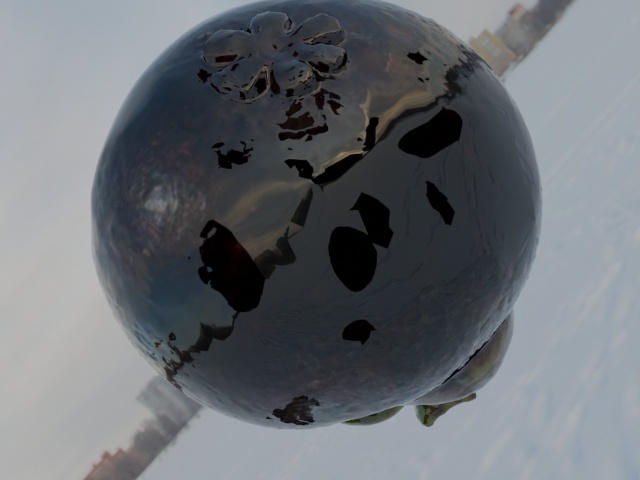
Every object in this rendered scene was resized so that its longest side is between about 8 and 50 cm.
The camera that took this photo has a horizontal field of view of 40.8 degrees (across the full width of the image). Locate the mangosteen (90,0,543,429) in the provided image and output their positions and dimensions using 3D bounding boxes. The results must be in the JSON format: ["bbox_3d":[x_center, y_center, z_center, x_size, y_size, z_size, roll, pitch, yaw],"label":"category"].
[{"bbox_3d":[-0.001,-0.015,0.587,0.297,0.297,0.313,-48,-15,-5],"label":"mangosteen"}]
